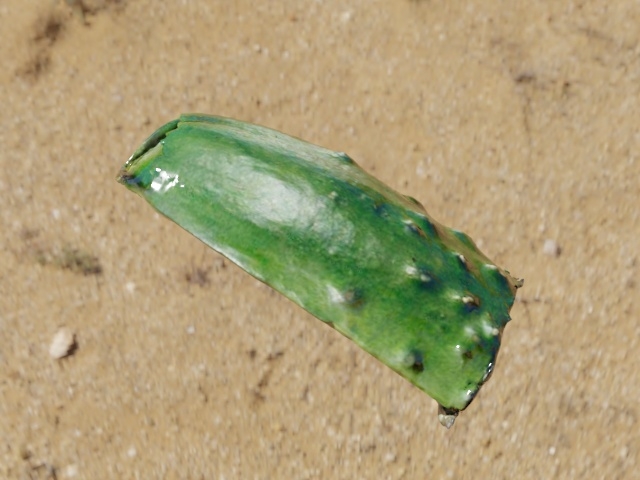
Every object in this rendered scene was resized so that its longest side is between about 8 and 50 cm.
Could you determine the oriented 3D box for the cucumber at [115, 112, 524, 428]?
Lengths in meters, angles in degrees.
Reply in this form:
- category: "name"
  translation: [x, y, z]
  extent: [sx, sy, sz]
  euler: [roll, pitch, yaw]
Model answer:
- category: "cucumber"
  translation: [0.001, -0.002, 1.042]
  extent: [0.325, 0.105, 0.145]
  euler: [33, 82, 0]
